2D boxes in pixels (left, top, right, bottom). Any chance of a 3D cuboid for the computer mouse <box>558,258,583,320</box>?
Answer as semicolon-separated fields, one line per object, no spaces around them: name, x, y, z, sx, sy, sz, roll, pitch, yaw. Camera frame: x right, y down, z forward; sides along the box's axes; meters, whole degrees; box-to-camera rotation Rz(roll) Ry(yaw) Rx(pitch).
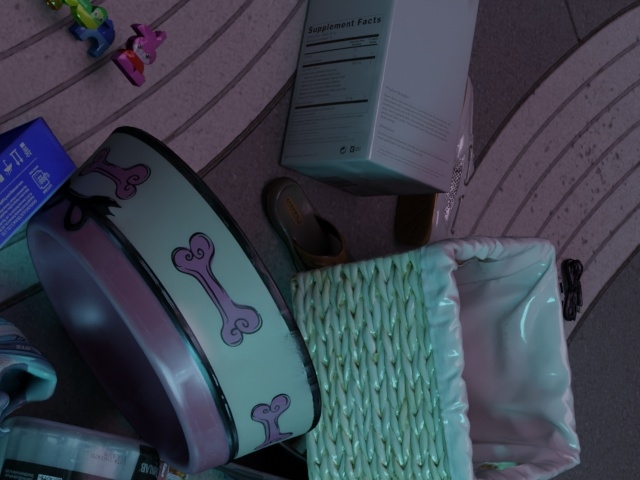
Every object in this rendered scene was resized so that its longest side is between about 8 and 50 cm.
computer mouse;0.380;0.092;2.458;0.193;0.042;0.106;-9;101;-51

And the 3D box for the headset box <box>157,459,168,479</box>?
headset box;-0.229;0.296;1.826;0.083;0.032;0.062;21;75;-29

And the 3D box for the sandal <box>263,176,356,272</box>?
sandal;0.000;0.000;2.053;0.090;0.060;0.219;-51;125;-33

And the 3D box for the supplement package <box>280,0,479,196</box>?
supplement package;0.085;-0.225;2.059;0.177;0.175;0.293;20;76;-42

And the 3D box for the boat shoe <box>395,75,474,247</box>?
boat shoe;0.187;-0.121;2.225;0.096;0.098;0.277;15;89;-45

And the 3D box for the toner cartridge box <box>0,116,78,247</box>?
toner cartridge box;-0.410;0.011;1.511;0.075;0.165;0.348;56;42;-19

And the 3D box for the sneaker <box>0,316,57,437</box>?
sneaker;-0.397;0.170;1.563;0.283;0.122;0.110;-32;142;-47

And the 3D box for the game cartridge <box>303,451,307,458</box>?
game cartridge;0.123;0.375;2.186;0.285;0.052;0.324;-41;119;-38

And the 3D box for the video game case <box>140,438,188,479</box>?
video game case;-0.210;0.322;1.874;0.087;0.011;0.122;26;72;-42

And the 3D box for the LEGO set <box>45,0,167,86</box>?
LEGO set;-0.272;-0.301;1.755;0.093;0.087;0.227;-49;124;-16

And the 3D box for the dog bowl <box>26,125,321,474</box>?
dog bowl;-0.179;0.084;1.653;0.150;0.408;0.408;-33;114;-19

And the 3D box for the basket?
basket;0.154;0.168;1.978;0.328;0.266;0.331;-2;86;-56

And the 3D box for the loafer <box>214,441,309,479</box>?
loafer;-0.116;0.251;1.902;0.302;0.095;0.109;40;52;-40

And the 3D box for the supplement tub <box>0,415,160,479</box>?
supplement tub;-0.303;0.367;1.650;0.193;0.193;0.316;24;73;-43
